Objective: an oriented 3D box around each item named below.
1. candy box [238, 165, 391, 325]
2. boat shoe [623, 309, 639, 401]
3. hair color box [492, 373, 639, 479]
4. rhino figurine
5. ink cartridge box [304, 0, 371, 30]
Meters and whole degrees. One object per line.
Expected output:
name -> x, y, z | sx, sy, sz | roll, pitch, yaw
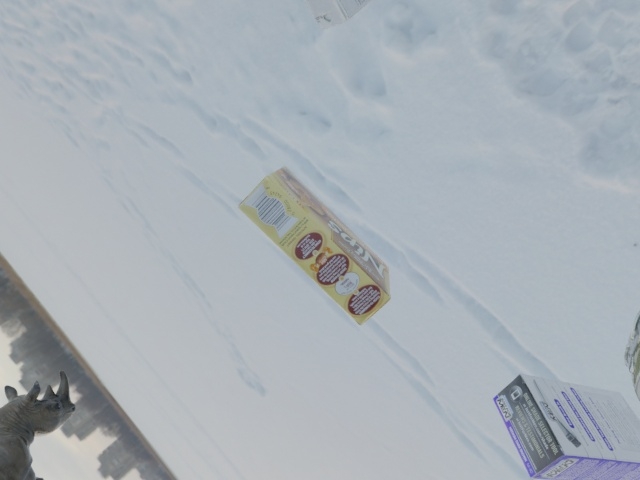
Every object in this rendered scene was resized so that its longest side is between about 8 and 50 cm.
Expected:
candy box -> 0.000, 0.000, 0.937 | 0.316, 0.087, 0.183 | 45, -164, -6
boat shoe -> 0.491, 0.119, 0.667 | 0.103, 0.118, 0.321 | -97, -11, -51
hair color box -> 0.570, 0.420, 1.051 | 0.110, 0.338, 0.185 | -58, 27, 31
rhino figurine -> -0.318, 0.234, 0.472 | 0.073, 0.243, 0.106 | -17, 127, 26
ink cartridge box -> 0.058, -0.375, 0.675 | 0.063, 0.150, 0.109 | 51, 174, -25
